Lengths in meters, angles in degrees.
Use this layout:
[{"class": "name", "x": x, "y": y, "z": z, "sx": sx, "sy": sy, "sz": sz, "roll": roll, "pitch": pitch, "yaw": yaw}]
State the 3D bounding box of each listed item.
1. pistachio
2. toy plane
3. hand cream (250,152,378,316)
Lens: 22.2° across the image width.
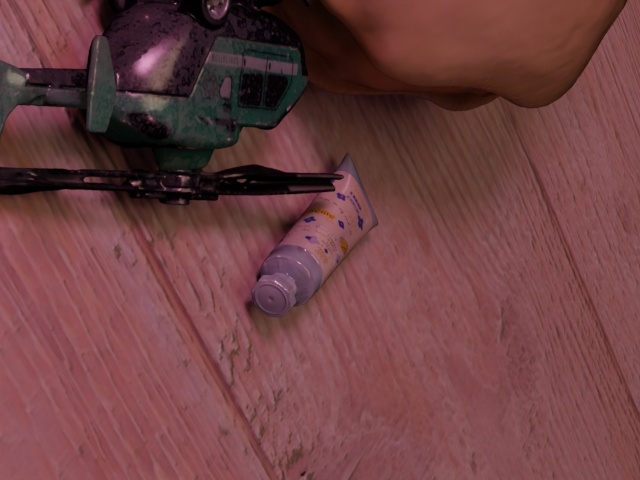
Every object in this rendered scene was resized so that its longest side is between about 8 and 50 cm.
[{"class": "pistachio", "x": 0.120, "y": -0.271, "z": 1.244, "sx": 0.445, "sy": 0.281, "sz": 0.365, "roll": -32, "pitch": 119, "yaw": -39}, {"class": "toy plane", "x": -0.105, "y": -0.093, "z": 1.016, "sx": 0.382, "sy": 0.106, "sz": 0.155, "roll": -7, "pitch": 101, "yaw": -61}, {"class": "hand cream", "x": 0.000, "y": 0.000, "z": 1.194, "sx": 0.170, "sy": 0.043, "sz": 0.065, "roll": -49, "pitch": 123, "yaw": -51}]
